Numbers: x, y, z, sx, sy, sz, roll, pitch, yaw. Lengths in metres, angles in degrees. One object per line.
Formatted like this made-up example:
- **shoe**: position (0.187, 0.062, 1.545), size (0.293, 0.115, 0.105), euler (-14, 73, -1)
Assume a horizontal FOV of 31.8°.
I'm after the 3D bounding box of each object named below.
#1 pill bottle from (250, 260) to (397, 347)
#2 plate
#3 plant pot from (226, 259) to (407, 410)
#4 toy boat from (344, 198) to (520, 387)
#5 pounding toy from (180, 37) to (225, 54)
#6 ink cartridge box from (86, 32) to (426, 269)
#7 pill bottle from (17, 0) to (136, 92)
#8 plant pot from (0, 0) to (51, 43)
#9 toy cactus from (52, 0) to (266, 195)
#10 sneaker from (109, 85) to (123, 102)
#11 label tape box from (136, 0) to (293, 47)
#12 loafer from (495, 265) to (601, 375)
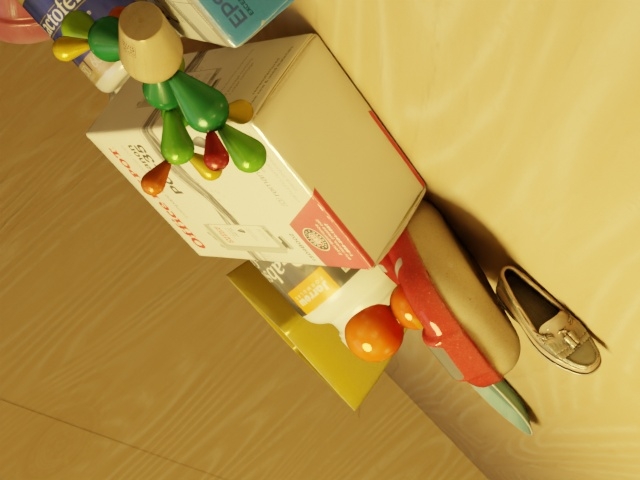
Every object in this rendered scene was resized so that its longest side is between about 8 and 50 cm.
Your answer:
- **pill bottle**: position (0.000, 0.000, 1.382), size (0.278, 0.162, 0.162), euler (47, 174, -2)
- **plate**: position (0.254, 0.216, 1.675), size (0.188, 0.024, 0.188), euler (45, 174, 6)
- **plant pot**: position (0.018, 0.093, 1.729), size (0.212, 0.187, 0.212), euler (50, 173, -36)
- **toy boat**: position (0.090, 0.065, 1.117), size (0.151, 0.151, 0.231), euler (51, -170, -29)
- **pounding toy**: position (-0.132, -0.191, 1.323), size (0.094, 0.181, 0.206), euler (18, 143, -4)
- **ink cartridge box**: position (-0.069, -0.081, 1.123), size (0.283, 0.117, 0.207), euler (2, 141, 48)
- **pill bottle**: position (-0.297, -0.324, 1.370), size (0.265, 0.153, 0.153), euler (48, 174, -9)
- **plant pot**: position (-0.461, -0.433, 1.712), size (0.201, 0.201, 0.180), euler (45, 158, 13)
- **toy cactus**: position (-0.141, -0.132, 0.913), size (0.219, 0.112, 0.180), euler (48, 169, 14)
- **sneaker**: position (-0.284, -0.270, 1.684), size (0.330, 0.146, 0.122), euler (45, 175, 26)
- **label tape box**: position (-0.149, -0.280, 0.878), size (0.241, 0.106, 0.333), euler (49, 173, -23)
- **loafer**: position (0.205, 0.072, 1.025), size (0.125, 0.045, 0.039), euler (46, 168, 30)
